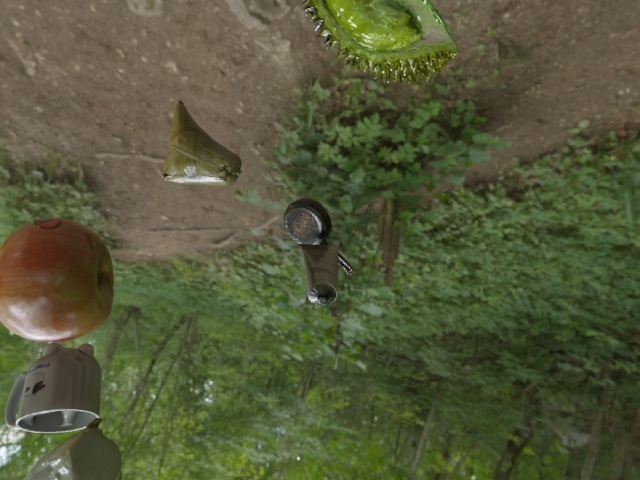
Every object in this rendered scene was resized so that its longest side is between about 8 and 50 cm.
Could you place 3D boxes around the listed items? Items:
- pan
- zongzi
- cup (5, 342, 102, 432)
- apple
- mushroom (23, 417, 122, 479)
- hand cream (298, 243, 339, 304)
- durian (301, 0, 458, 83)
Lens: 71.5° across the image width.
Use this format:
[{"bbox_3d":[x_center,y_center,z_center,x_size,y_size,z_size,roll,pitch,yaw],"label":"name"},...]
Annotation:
[{"bbox_3d":[-0.001,0.002,0.984,0.115,0.212,0.040,-32,-168,38],"label":"pan"},{"bbox_3d":[-0.269,-0.224,1.025,0.195,0.197,0.099,8,-177,18],"label":"zongzi"},{"bbox_3d":[-0.509,0.289,0.869,0.134,0.141,0.173,22,131,-40],"label":"cup"},{"bbox_3d":[-0.446,0.065,0.748,0.165,0.209,0.209,-7,-174,-10],"label":"apple"},{"bbox_3d":[-0.343,0.367,0.574,0.109,0.351,0.097,33,-154,2],"label":"mushroom"},{"bbox_3d":[0.001,0.059,0.876,0.087,0.054,0.186,2,-147,-4],"label":"hand cream"},{"bbox_3d":[0.069,-0.391,0.736,0.169,0.351,0.158,-40,179,26],"label":"durian"}]
